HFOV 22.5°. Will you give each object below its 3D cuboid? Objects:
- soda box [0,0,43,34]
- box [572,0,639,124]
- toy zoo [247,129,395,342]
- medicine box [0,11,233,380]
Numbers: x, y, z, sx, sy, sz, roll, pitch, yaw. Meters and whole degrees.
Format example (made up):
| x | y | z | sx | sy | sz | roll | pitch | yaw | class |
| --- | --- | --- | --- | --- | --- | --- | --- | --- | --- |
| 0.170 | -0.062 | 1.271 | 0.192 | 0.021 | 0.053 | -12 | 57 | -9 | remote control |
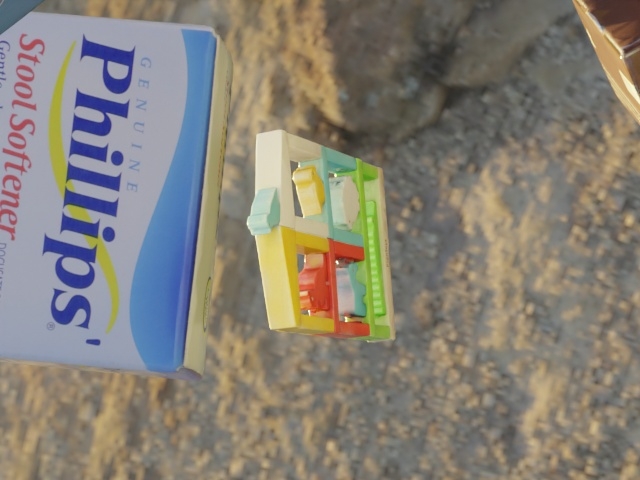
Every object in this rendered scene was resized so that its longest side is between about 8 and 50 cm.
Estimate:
| x | y | z | sx | sy | sz | roll | pitch | yaw | class |
| --- | --- | --- | --- | --- | --- | --- | --- | --- | --- |
| -0.124 | -0.091 | 0.459 | 0.210 | 0.071 | 0.067 | -54 | -9 | -52 | soda box |
| 0.440 | -0.233 | 1.454 | 0.381 | 0.143 | 0.191 | -25 | 26 | 7 | box |
| 0.000 | 0.000 | 1.613 | 0.030 | 0.293 | 0.192 | -8 | 81 | 24 | toy zoo |
| -0.224 | -0.036 | 1.253 | 0.149 | 0.289 | 0.264 | 63 | -148 | -82 | medicine box |
